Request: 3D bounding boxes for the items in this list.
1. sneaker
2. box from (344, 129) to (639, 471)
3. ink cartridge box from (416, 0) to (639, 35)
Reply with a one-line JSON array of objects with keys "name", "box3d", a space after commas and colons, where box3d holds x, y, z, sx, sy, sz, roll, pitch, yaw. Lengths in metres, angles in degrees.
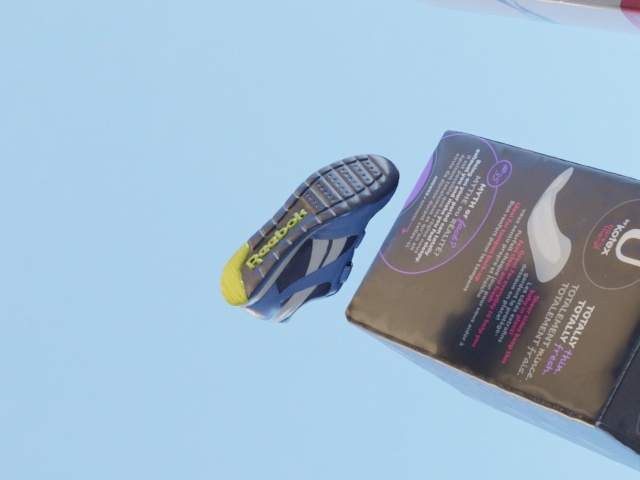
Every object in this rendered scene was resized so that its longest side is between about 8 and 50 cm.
[{"name": "sneaker", "box3d": [0.000, 0.000, 1.243, 0.144, 0.053, 0.059, -41, -49, 8]}, {"name": "box", "box3d": [0.174, 0.045, 1.268, 0.143, 0.270, 0.165, 33, -97, -36]}, {"name": "ink cartridge box", "box3d": [0.202, -0.276, 1.462, 0.117, 0.283, 0.207, 11, -89, -62]}]
